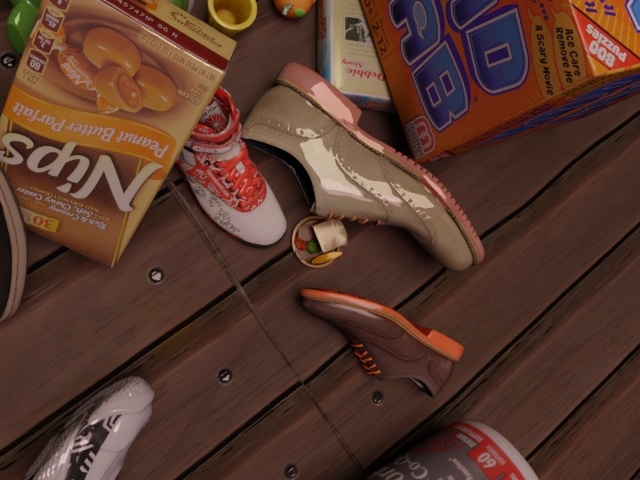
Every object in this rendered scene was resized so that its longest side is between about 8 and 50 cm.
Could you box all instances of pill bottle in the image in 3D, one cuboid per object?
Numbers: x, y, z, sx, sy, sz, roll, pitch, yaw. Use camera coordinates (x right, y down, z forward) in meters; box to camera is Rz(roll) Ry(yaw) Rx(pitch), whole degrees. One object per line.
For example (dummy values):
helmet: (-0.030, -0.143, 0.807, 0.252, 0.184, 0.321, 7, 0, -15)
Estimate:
pill bottle: (0.108, 0.408, 0.882, 0.363, 0.210, 0.210, -24, 94, -22)

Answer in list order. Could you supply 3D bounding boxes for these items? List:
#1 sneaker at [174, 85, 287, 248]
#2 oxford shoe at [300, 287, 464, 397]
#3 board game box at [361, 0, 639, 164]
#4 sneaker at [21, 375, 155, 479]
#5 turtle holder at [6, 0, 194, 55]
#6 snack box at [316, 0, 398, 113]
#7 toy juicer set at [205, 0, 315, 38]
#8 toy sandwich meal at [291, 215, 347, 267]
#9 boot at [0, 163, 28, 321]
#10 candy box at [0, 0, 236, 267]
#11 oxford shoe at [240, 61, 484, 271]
sneaker: (-0.127, -0.102, 0.876, 0.090, 0.145, 0.270, -44, 101, -23)
oxford shoe: (0.082, 0.146, 0.964, 0.271, 0.097, 0.098, 26, 82, -17)
board game box: (0.301, -0.349, 0.891, 0.356, 0.356, 0.356, -17, 88, -23)
sneaker: (-0.269, 0.351, 0.786, 0.210, 0.137, 0.366, 40, 77, -14)
turtle holder: (-0.264, -0.374, 0.782, 0.320, 0.243, 0.227, 66, 32, -41)
snack box: (0.151, -0.292, 1.051, 0.321, 0.060, 0.187, 3, 82, -21)
toy juicer set: (-0.101, -0.463, 0.956, 0.209, 0.089, 0.329, -17, 91, -22)
toy sandwich meal: (0.000, 0.000, 0.979, 0.085, 0.029, 0.086, 2, 84, -21)
boot: (-0.441, -0.028, 0.631, 0.284, 0.138, 0.377, -42, 146, -52)
candy box: (-0.249, -0.129, 0.757, 0.183, 0.316, 0.088, 28, 34, -16)
oxford shoe: (0.058, -0.069, 0.963, 0.397, 0.140, 0.146, 40, 79, -4)
